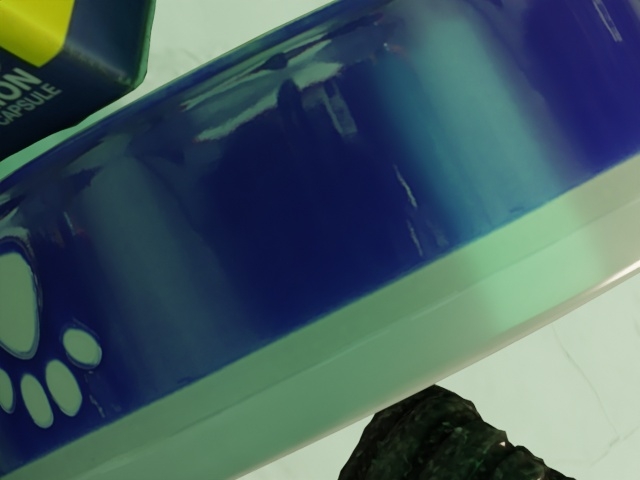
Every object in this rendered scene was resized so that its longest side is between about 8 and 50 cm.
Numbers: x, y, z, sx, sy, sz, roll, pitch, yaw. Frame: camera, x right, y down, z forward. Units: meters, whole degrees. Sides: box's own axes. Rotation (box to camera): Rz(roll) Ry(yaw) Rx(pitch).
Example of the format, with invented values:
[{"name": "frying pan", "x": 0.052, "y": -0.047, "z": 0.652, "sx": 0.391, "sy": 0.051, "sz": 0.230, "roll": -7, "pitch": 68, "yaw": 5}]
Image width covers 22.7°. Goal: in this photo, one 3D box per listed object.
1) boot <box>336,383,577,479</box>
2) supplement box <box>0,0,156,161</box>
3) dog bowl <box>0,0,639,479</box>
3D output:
[{"name": "boot", "x": 0.077, "y": 0.237, "z": 0.516, "sx": 0.348, "sy": 0.131, "sz": 0.260, "roll": 44, "pitch": 82, "yaw": -23}, {"name": "supplement box", "x": -0.231, "y": -0.159, "z": 0.428, "sx": 0.356, "sy": 0.194, "sz": 0.195, "roll": 29, "pitch": 52, "yaw": -35}, {"name": "dog bowl", "x": 0.000, "y": 0.000, "z": 0.544, "sx": 0.265, "sy": 0.265, "sz": 0.104, "roll": -24, "pitch": 86, "yaw": -50}]
